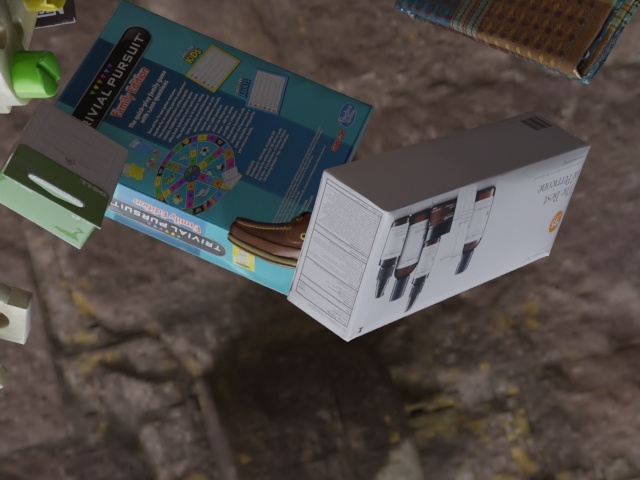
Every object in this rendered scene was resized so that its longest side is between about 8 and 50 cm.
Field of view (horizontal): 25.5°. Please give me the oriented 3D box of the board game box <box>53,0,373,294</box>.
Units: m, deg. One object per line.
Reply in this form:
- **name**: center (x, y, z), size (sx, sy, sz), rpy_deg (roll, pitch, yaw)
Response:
- **board game box**: center (-0.139, -0.115, 1.669), size (0.336, 0.253, 0.079), rpy_deg (24, 145, 3)

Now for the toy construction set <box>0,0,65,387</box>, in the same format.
- **toy construction set**: center (-0.234, -0.076, 0.779), size (0.151, 0.327, 0.215), rpy_deg (-10, 139, 5)

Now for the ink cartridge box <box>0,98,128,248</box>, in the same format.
- **ink cartridge box**: center (-0.267, -0.059, 1.433), size (0.062, 0.109, 0.209), rpy_deg (-53, -165, 20)

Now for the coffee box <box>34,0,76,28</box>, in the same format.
- **coffee box**: center (-0.497, -0.365, 1.937), size (0.297, 0.168, 0.119), rpy_deg (-16, -158, -35)

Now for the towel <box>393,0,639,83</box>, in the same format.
- **towel**: center (0.238, -0.321, 1.196), size (0.040, 0.370, 0.271), rpy_deg (31, -178, -37)

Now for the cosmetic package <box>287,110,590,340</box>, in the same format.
- **cosmetic package**: center (0.087, -0.015, 0.955), size (0.239, 0.060, 0.099), rpy_deg (-19, 136, -47)

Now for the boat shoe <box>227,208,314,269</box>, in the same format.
- **boat shoe**: center (0.000, 0.000, 1.283), size (0.178, 0.060, 0.064), rpy_deg (14, -174, 24)
